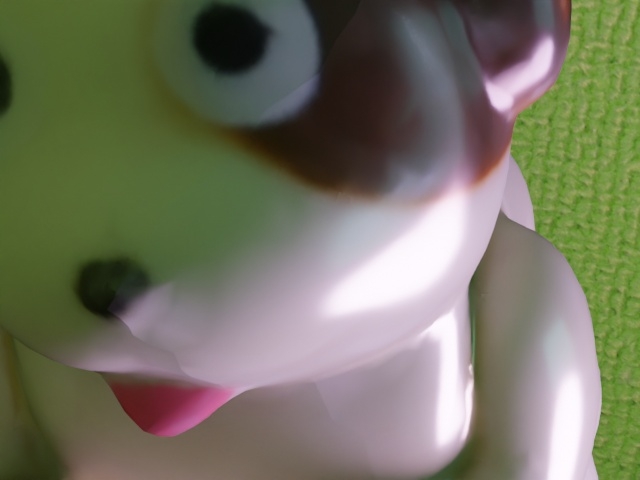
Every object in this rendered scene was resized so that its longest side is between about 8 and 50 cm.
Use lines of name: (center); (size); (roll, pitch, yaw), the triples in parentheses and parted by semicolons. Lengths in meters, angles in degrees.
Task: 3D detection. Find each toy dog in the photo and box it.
toy dog: (0.000, 0.000, 0.497); (0.408, 0.285, 0.395); (64, 43, -62)
